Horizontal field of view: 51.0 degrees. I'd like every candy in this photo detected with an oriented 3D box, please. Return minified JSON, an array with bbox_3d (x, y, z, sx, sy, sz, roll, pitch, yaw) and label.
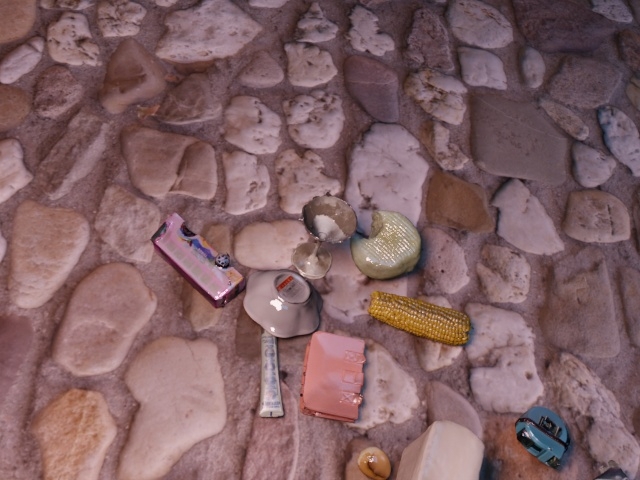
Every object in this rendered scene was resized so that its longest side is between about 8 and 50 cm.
[{"bbox_3d":[0.247,0.606,1.499,0.145,0.208,0.358,22,55,-1],"label":"candy"}]

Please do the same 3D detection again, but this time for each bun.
[{"bbox_3d":[0.180,0.019,1.909,0.213,0.126,0.203,-18,64,-16],"label":"bun"}]

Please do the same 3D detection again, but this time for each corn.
[{"bbox_3d":[0.280,0.214,1.826,0.310,0.101,0.101,17,55,-6],"label":"corn"}]

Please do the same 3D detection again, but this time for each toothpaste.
[{"bbox_3d":[-0.127,0.324,1.684,0.062,0.039,0.239,2,58,-12],"label":"toothpaste"}]

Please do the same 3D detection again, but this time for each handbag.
[{"bbox_3d":[0.035,0.345,1.702,0.157,0.059,0.212,11,57,-6],"label":"handbag"}]

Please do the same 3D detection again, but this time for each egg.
[{"bbox_3d":[0.131,0.534,1.599,0.083,0.071,0.071,49,58,0],"label":"egg"}]

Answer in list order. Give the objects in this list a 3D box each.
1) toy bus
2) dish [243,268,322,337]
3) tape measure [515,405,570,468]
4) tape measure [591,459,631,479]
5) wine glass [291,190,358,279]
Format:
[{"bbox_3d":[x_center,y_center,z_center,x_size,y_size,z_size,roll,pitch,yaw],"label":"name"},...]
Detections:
[{"bbox_3d":[-0.326,0.051,1.779,0.274,0.090,0.112,41,66,14],"label":"toy bus"},{"bbox_3d":[-0.086,0.143,1.761,0.229,0.081,0.229,14,45,-14],"label":"dish"},{"bbox_3d":[0.574,0.498,1.733,0.146,0.081,0.125,36,46,9],"label":"tape measure"},{"bbox_3d":[0.690,0.699,1.594,0.256,0.147,0.275,-18,63,-24],"label":"tape measure"},{"bbox_3d":[0.000,0.000,1.810,0.156,0.232,0.156,7,58,-11],"label":"wine glass"}]
